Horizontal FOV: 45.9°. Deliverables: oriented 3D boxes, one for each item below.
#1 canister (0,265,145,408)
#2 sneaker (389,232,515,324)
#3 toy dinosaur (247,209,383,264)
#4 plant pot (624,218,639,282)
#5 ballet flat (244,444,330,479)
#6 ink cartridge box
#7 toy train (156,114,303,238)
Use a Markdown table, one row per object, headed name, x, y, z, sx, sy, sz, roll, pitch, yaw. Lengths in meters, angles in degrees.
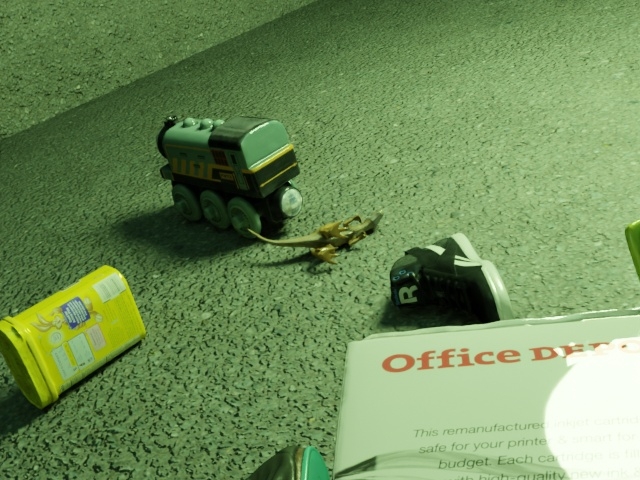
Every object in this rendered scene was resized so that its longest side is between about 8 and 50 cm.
| name | x | y | z | sx | sy | sz | roll | pitch | yaw |
| --- | --- | --- | --- | --- | --- | --- | --- | --- | --- |
| canister | -0.329 | 0.124 | 1.010 | 0.073 | 0.126 | 0.170 | 12 | 36 | 43 |
| sneaker | 0.150 | 0.065 | 0.923 | 0.121 | 0.079 | 0.217 | -19 | 18 | 1 |
| toy dinosaur | 0.000 | 0.000 | 1.157 | 0.211 | 0.064 | 0.112 | -9 | 8 | -7 |
| plant pot | 0.407 | 0.040 | 0.635 | 0.228 | 0.227 | 0.207 | -21 | 2 | -8 |
| ballet flat | -0.038 | 0.276 | 0.610 | 0.096 | 0.095 | 0.280 | -23 | 16 | 7 |
| ink cartridge box | 0.154 | 0.227 | 0.486 | 0.285 | 0.166 | 0.395 | -6 | 28 | 10 |
| toy train | -0.165 | -0.125 | 1.322 | 0.142 | 0.190 | 0.333 | -34 | 32 | -33 |
